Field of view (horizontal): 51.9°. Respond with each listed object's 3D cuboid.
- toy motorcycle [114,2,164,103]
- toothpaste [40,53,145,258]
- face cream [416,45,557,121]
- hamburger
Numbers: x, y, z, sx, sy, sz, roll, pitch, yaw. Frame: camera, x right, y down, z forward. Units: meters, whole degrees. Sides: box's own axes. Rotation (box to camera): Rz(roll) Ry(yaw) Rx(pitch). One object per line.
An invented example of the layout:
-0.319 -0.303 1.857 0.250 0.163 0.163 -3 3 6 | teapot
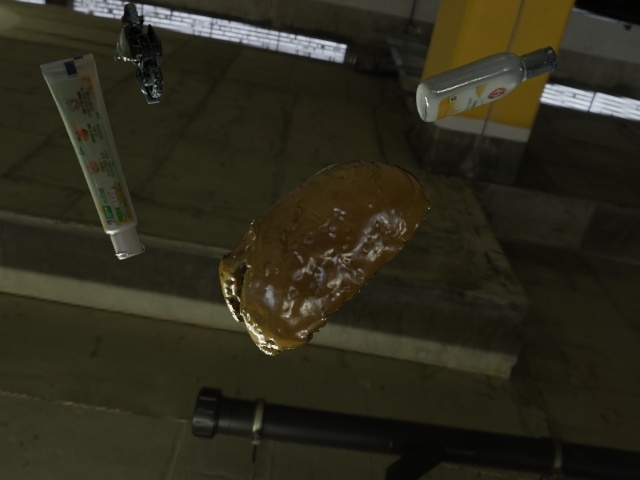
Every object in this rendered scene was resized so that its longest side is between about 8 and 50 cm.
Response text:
-0.479 -0.489 1.755 0.106 0.159 0.270 -15 -101 -27 | toy motorcycle
-0.342 -0.125 1.012 0.056 0.314 0.058 -12 -173 33 | toothpaste
0.344 -0.331 1.367 0.291 0.144 0.071 -19 -105 -2 | face cream
0.000 0.000 0.728 0.262 0.131 0.124 -42 -140 -7 | hamburger
